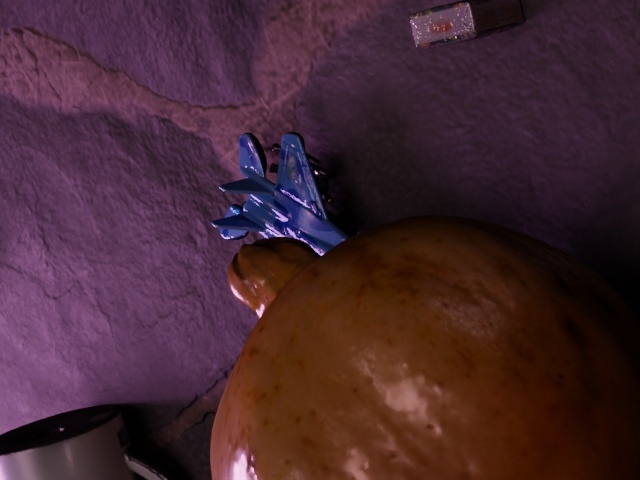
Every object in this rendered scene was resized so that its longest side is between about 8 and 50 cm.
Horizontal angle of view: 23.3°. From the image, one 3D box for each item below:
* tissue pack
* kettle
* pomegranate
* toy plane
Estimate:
[{"bbox_3d":[0.122,-0.182,1.287,0.063,0.083,0.035,-6,101,39],"label":"tissue pack"},{"bbox_3d":[-0.237,0.309,1.685,0.221,0.161,0.236,-14,95,9],"label":"kettle"},{"bbox_3d":[0.075,0.143,1.240,0.410,0.410,0.410,12,110,36],"label":"pomegranate"},{"bbox_3d":[0.005,-0.002,1.442,0.246,0.078,0.169,26,118,23],"label":"toy plane"}]
